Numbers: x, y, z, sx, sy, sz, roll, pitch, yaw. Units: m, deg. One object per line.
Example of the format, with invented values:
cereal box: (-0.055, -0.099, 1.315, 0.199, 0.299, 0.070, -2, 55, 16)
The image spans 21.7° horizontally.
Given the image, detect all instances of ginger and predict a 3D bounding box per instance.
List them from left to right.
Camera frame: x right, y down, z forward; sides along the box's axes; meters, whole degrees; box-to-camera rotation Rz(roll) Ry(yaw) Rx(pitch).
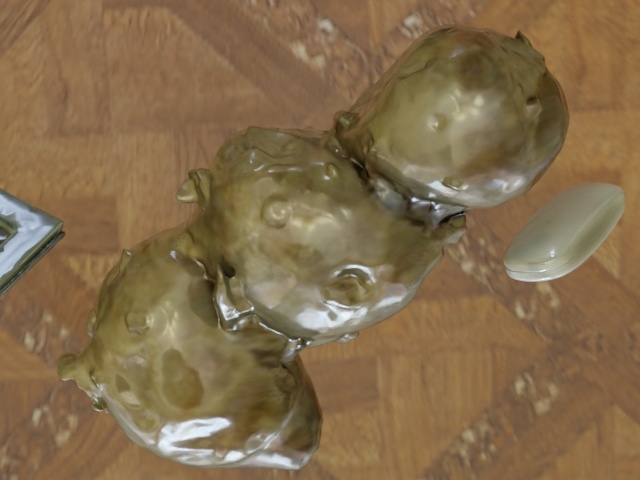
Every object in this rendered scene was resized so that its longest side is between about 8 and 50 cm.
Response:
ginger: (0.000, 0.000, 0.591, 0.104, 0.080, 0.204, 39, 109, -12)

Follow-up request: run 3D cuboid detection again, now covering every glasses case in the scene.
glasses case: (0.110, -0.005, 0.750, 0.032, 0.083, 0.021, -1, 115, 35)

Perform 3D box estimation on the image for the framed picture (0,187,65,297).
framed picture: (-0.255, 0.000, 0.630, 0.252, 0.197, 0.014, 28, 140, 16)
